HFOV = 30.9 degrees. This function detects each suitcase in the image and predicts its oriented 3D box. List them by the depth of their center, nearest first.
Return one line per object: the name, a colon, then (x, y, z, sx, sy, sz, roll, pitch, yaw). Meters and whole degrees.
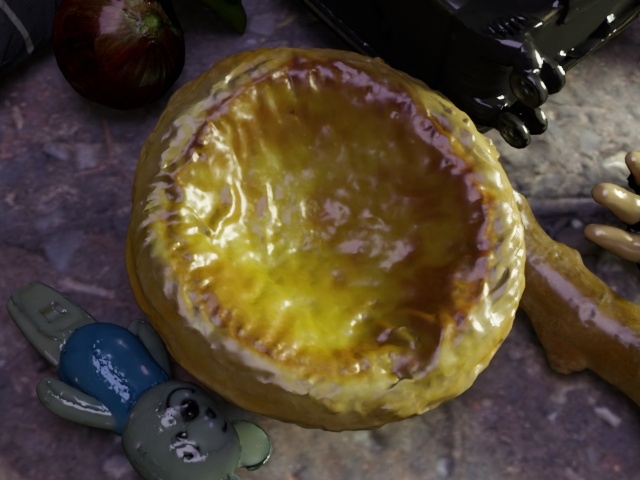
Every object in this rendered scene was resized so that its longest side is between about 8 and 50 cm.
suitcase: (0.108, -0.294, 1.011, 0.283, 0.194, 0.434, -38, 72, -19)

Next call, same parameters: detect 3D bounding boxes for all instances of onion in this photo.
onion: (-0.173, -0.166, 0.974, 0.119, 0.118, 0.117, -36, 92, -19)

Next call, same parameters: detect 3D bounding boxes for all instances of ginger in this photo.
ginger: (0.222, 0.060, 0.915, 0.118, 0.065, 0.299, -45, 72, -2)

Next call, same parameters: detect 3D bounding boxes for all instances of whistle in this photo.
whistle: (-0.144, 0.108, 0.863, 0.236, 0.077, 0.114, 40, 48, 18)

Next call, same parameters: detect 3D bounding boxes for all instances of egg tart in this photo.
egg tart: (0.000, 0.000, 0.892, 0.319, 0.128, 0.318, 2, 68, -6)

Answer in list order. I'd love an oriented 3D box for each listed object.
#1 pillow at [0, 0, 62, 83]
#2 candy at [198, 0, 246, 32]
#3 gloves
pillow: (-0.310, -0.189, 0.986, 0.161, 0.092, 0.335, 39, 67, 4)
candy: (-0.150, -0.300, 1.046, 0.069, 0.149, 0.246, -30, 62, 23)
gloves: (0.315, -0.033, 0.945, 0.203, 0.124, 0.164, -16, 41, 11)
